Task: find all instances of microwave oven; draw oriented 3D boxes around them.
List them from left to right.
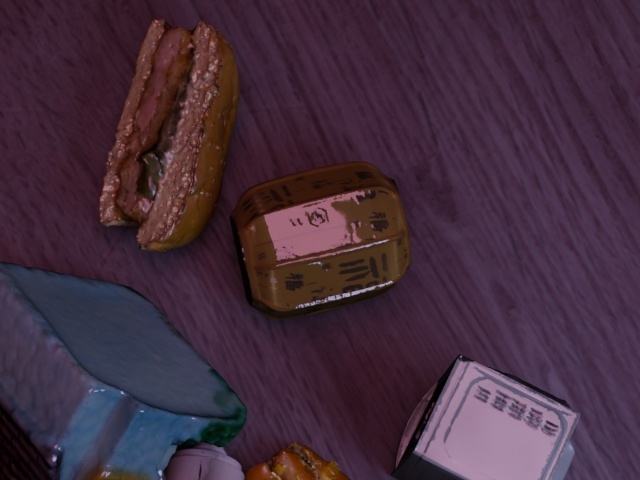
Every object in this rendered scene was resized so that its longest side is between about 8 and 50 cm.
[{"bbox_3d":[0.173,0.215,1.695,0.162,0.208,0.122,26,75,3],"label":"microwave oven"}]

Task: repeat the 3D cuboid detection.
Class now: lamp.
[{"bbox_3d":[0.000,0.000,1.772,0.185,0.161,0.161,-12,76,-6],"label":"lamp"}]

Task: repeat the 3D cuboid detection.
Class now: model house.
[{"bbox_3d":[-0.264,0.200,1.674,0.280,0.230,0.248,43,110,40],"label":"model house"}]

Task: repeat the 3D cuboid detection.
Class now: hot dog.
[{"bbox_3d":[0.025,0.334,1.729,0.115,0.072,0.269,-37,80,-20],"label":"hot dog"}]

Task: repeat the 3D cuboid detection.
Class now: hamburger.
[{"bbox_3d":[-0.153,-0.107,1.802,0.124,0.131,0.262,9,78,35],"label":"hamburger"}]

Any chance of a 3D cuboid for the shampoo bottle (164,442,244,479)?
[{"bbox_3d":[-0.138,0.330,1.687,0.092,0.092,0.303,10,61,-1],"label":"shampoo bottle"}]
